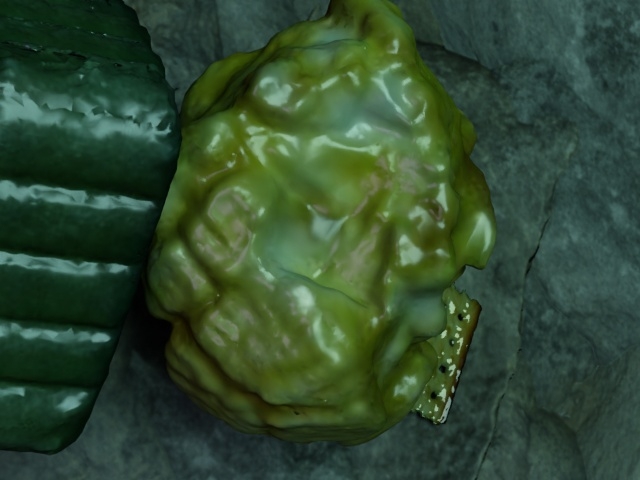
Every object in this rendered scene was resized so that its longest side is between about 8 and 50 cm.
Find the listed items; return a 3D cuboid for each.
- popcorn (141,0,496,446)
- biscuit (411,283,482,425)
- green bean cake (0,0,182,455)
[{"bbox_3d":[-0.011,-0.007,1.098,0.293,0.292,0.334,34,73,-14],"label":"popcorn"},{"bbox_3d":[0.043,0.065,1.271,0.231,0.016,0.139,28,68,-20],"label":"biscuit"},{"bbox_3d":[-0.239,-0.035,1.018,0.169,0.300,0.308,9,114,-26],"label":"green bean cake"}]
